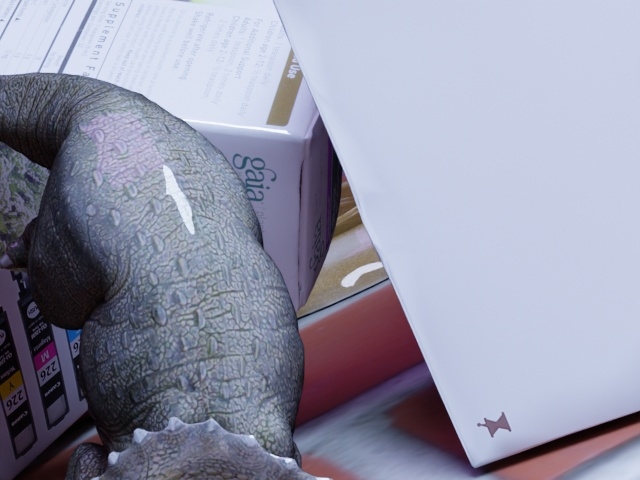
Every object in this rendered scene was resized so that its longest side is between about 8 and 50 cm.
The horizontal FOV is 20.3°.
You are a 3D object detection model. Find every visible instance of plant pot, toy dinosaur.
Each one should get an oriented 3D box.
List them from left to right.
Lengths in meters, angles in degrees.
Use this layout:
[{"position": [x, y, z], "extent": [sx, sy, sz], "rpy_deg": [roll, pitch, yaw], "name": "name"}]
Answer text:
[{"position": [-0.052, 0.030, 0.601], "extent": [0.121, 0.314, 0.160], "rpy_deg": [-1, -24, -23], "name": "toy dinosaur"}, {"position": [0.000, 0.000, 1.113], "extent": [0.236, 0.032, 0.236], "rpy_deg": [-23, 10, 4], "name": "plant pot"}]

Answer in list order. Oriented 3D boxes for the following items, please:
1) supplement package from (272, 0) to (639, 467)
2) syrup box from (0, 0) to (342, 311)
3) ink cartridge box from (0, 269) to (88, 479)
[{"position": [0.099, -0.054, 0.695], "extent": [0.149, 0.194, 0.203], "rpy_deg": [-21, 11, 15], "name": "supplement package"}, {"position": [-0.110, -0.050, 0.740], "extent": [0.236, 0.093, 0.096], "rpy_deg": [7, 42, 6], "name": "syrup box"}, {"position": [-0.137, -0.017, 0.980], "extent": [0.130, 0.272, 0.309], "rpy_deg": [21, 46, 31], "name": "ink cartridge box"}]
